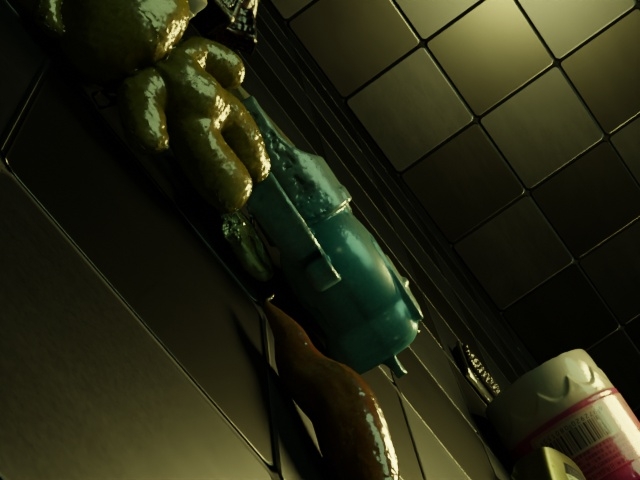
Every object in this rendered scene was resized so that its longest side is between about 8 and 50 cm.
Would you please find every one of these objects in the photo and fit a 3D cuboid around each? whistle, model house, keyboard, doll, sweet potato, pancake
[{"bbox_3d":[0.000,0.000,1.083,0.274,0.093,0.186,59,2,-3],"label":"whistle"},{"bbox_3d":[-0.124,-0.324,1.696,0.165,0.106,0.152,47,9,-22],"label":"model house"},{"bbox_3d":[0.276,0.251,1.948,0.230,0.025,0.093,51,11,-25],"label":"keyboard"},{"bbox_3d":[-0.121,-0.112,0.950,0.137,0.097,0.209,-44,107,-41],"label":"doll"},{"bbox_3d":[0.007,0.110,0.884,0.195,0.056,0.056,54,7,32],"label":"sweet potato"},{"bbox_3d":[-0.074,-0.021,1.039,0.129,0.023,0.116,59,3,37],"label":"pancake"}]

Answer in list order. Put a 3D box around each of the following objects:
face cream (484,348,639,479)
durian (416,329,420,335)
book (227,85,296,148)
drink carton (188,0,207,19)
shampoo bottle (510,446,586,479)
[{"bbox_3d":[0.342,0.269,1.715,0.195,0.175,0.175,59,9,20],"label":"face cream"},{"bbox_3d":[0.037,0.055,1.207,0.110,0.071,0.140,62,-2,-9],"label":"durian"},{"bbox_3d":[-0.016,-0.060,1.542,0.282,0.025,0.215,57,7,30],"label":"book"},{"bbox_3d":[-0.170,-0.271,1.343,0.084,0.074,0.200,48,9,-36],"label":"drink carton"},{"bbox_3d":[0.299,0.364,1.405,0.125,0.084,0.350,49,10,-23],"label":"shampoo bottle"}]
